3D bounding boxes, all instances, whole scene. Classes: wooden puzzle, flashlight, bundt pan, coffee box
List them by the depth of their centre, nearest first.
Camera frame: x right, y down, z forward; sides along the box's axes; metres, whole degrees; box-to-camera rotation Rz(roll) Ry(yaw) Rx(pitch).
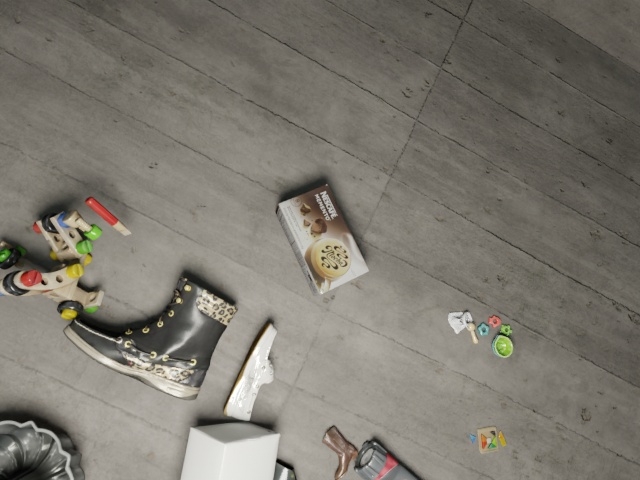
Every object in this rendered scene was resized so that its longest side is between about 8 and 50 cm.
[{"bbox_3d":[-0.713,0.593,0.942,0.332,0.124,0.330,0,71,0],"label":"bundt pan"},{"bbox_3d":[0.237,0.714,1.157,0.304,0.103,0.103,43,100,-2],"label":"flashlight"},{"bbox_3d":[0.000,0.000,1.231,0.168,0.119,0.296,-23,85,-14],"label":"coffee box"},{"bbox_3d":[0.536,0.635,1.278,0.117,0.014,0.078,-10,81,-13],"label":"wooden puzzle"}]

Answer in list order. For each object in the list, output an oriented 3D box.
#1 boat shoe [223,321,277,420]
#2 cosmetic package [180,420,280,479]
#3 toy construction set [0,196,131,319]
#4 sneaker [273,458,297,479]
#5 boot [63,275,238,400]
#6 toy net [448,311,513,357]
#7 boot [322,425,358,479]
[{"bbox_3d":[-0.176,0.371,1.138,0.096,0.098,0.276,25,84,-7],"label":"boat shoe"},{"bbox_3d":[-0.240,0.663,0.995,0.197,0.155,0.365,24,69,-48],"label":"cosmetic package"},{"bbox_3d":[-0.637,0.059,1.056,0.309,0.257,0.237,-35,133,0],"label":"toy construction set"},{"bbox_3d":[-0.069,0.704,1.100,0.222,0.083,0.118,32,74,-3],"label":"sneaker"},{"bbox_3d":[-0.437,0.227,1.084,0.378,0.138,0.284,31,76,-9],"label":"boot"},{"bbox_3d":[0.536,0.288,1.329,0.232,0.045,0.122,30,75,-5],"label":"toy net"},{"bbox_3d":[0.039,0.616,1.164,0.114,0.037,0.106,45,63,-3],"label":"boot"}]
